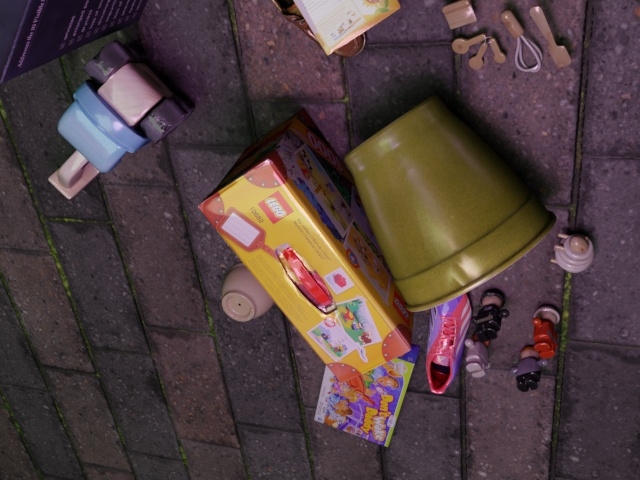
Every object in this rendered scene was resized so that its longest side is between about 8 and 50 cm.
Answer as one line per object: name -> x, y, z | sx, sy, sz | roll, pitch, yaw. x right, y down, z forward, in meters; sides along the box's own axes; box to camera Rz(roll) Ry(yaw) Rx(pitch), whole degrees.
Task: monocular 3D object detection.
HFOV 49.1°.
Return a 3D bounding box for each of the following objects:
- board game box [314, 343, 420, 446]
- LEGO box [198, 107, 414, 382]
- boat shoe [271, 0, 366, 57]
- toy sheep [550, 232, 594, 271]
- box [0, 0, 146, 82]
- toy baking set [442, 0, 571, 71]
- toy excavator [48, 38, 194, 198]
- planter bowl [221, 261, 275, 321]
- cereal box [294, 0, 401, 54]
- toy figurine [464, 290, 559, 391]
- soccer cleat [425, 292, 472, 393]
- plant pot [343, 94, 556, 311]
board game box -> 0.126, 0.410, 1.989 | 0.233, 0.078, 0.347 | 17, 126, 10
LEGO box -> 0.000, 0.000, 1.575 | 0.193, 0.372, 0.500 | -30, 108, 22
boat shoe -> -0.038, -0.488, 1.455 | 0.307, 0.104, 0.111 | 41, 125, -8
toy sheep -> 0.567, 0.030, 1.570 | 0.091, 0.091, 0.132 | 10, 153, 15
box -> -0.497, -0.622, 1.319 | 0.297, 0.472, 0.480 | 37, 126, -5
toy baking set -> 0.366, -0.417, 1.370 | 0.256, 0.030, 0.197 | 12, 143, 21
toy excavator -> -0.539, -0.255, 1.707 | 0.445, 0.433, 0.222 | -41, 102, 7
planter bowl -> -0.208, 0.155, 1.936 | 0.162, 0.109, 0.162 | 11, 125, 16
cereal box -> 0.023, -0.508, 1.354 | 0.173, 0.047, 0.240 | -29, 102, 16
toy figurine -> 0.466, 0.244, 1.716 | 0.213, 0.148, 0.209 | 13, 131, 11
soccer cleat -> 0.321, 0.249, 1.784 | 0.109, 0.116, 0.318 | 10, 124, 15
plant pot -> 0.237, -0.098, 1.478 | 0.366, 0.366, 0.353 | -32, 95, 34
